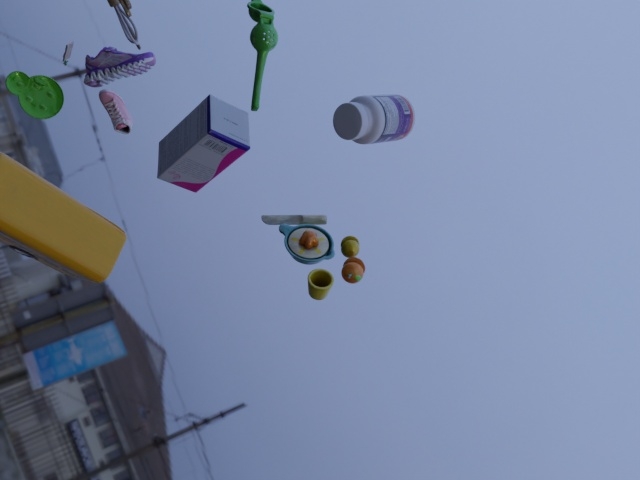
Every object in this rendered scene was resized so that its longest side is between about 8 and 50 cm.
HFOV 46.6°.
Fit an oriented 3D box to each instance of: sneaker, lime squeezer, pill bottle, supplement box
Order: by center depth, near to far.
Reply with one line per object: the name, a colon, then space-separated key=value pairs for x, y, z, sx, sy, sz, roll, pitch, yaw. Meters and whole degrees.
lime squeezer: x=-0.120 y=-0.424 z=1.490 sx=0.110 sy=0.059 sz=0.310 roll=119 pitch=-34 yaw=-69
pill bottle: x=0.117 y=-0.270 z=1.654 sx=0.108 sy=0.193 sz=0.108 roll=10 pitch=-74 yaw=38
supplement box: x=-0.271 y=-0.218 z=1.709 sx=0.220 sy=0.111 sz=0.114 roll=-33 pitch=-130 yaw=37
sneaker: x=-0.547 y=-0.341 z=1.997 sx=0.134 sy=0.051 sz=0.070 roll=60 pitch=12 yaw=-47
sneaker: x=-0.621 y=-0.548 z=2.271 sx=0.095 sy=0.236 sz=0.104 roll=7 pitch=70 yaw=-81

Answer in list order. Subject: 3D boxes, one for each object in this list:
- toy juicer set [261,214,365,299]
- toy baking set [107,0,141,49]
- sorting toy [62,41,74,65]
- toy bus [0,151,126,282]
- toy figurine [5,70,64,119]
toy juicer set: x=0.000 y=0.000 z=2.018 sx=0.329 sy=0.209 sz=0.089 roll=56 pitch=-29 yaw=34
toy baking set: x=-0.436 y=-0.511 z=1.541 sx=0.197 sy=0.030 sz=0.256 roll=58 pitch=-13 yaw=17
sorting toy: x=-0.804 y=-0.588 z=2.354 sx=0.062 sy=0.012 sz=0.083 roll=-84 pitch=-162 yaw=-63
toy bus: x=-0.477 y=-0.049 z=1.174 sx=0.130 sy=0.108 sz=0.333 roll=9 pitch=-21 yaw=38
toy figurine: x=-0.881 y=-0.444 z=2.256 sx=0.173 sy=0.130 sz=0.159 roll=31 pitch=-8 yaw=-31
